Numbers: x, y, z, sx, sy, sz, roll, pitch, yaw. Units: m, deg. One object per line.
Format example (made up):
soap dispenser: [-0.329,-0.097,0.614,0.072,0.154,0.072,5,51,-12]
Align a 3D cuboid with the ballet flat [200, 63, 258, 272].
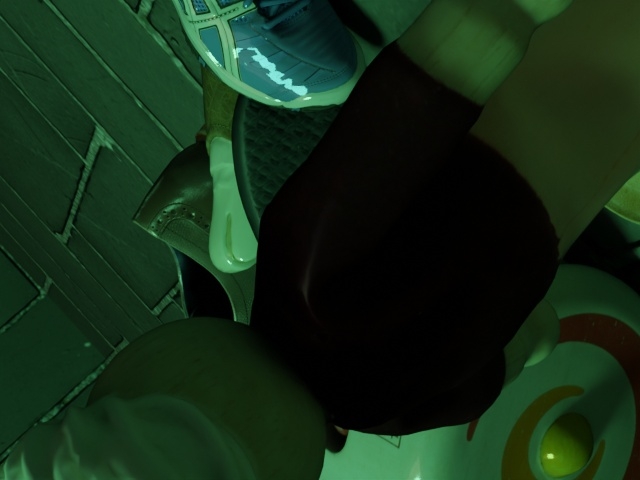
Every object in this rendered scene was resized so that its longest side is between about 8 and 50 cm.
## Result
ballet flat: [0.005,0.012,0.957,0.342,0.124,0.116,51,161,-10]

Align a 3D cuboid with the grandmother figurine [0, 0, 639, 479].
grandmother figurine: [0.045,-0.011,0.436,0.104,0.342,0.208,33,158,38]

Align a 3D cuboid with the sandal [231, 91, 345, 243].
sandal: [-0.001,0.001,0.873,0.054,0.097,0.254,-173,71,-67]

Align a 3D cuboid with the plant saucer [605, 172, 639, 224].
plant saucer: [0.144,-0.043,0.686,0.083,0.015,0.083,43,163,17]

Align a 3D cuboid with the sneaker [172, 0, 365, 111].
sneaker: [-0.056,-0.157,0.804,0.211,0.080,0.081,45,165,5]

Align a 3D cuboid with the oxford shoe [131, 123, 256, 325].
oxford shoe: [-0.042,0.061,1.161,0.130,0.133,0.363,27,154,48]

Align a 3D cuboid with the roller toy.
roller toy: [0.095,0.097,0.802,0.146,0.209,0.191,23,144,54]
